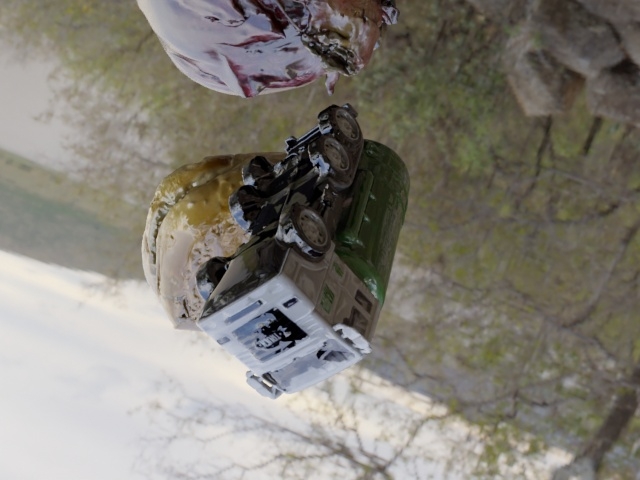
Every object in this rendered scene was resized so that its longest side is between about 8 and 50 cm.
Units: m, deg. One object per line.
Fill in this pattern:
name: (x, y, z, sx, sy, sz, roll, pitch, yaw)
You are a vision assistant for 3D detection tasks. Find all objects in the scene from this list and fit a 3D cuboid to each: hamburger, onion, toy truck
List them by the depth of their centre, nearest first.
toy truck: (0.000, 0.000, 0.732, 0.125, 0.101, 0.242, 47, -146, -20)
onion: (-0.065, -0.240, 0.899, 0.281, 0.221, 0.281, 33, 146, 26)
hamburger: (-0.076, 0.000, 1.012, 0.213, 0.214, 0.108, 23, -157, -41)
